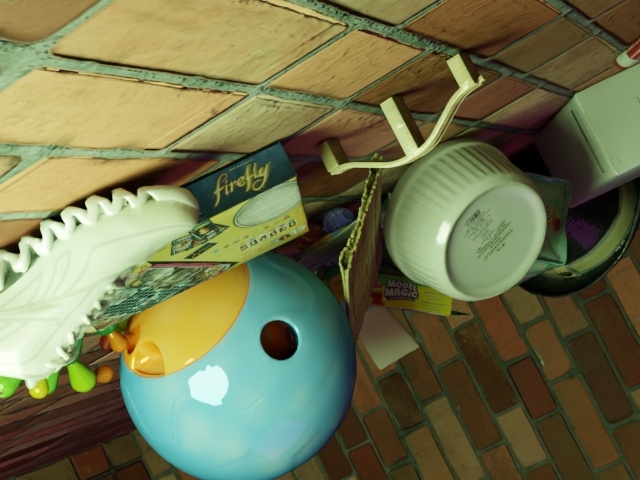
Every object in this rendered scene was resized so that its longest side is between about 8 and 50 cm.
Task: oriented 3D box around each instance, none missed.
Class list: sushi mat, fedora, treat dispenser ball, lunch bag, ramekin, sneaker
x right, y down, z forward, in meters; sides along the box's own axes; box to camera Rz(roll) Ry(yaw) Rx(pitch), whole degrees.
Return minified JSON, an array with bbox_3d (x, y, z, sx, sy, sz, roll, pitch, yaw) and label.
[{"bbox_3d":[0.053,0.024,1.506,0.019,0.151,0.316,16,159,9],"label":"sushi mat"},{"bbox_3d":[0.390,-0.063,2.060,0.152,0.334,0.334,22,143,-30],"label":"fedora"},{"bbox_3d":[-0.100,0.150,1.453,0.288,0.288,0.288,-26,173,-4],"label":"treat dispenser ball"},{"bbox_3d":[0.207,-0.027,1.775,0.262,0.160,0.223,11,165,-10],"label":"lunch bag"},{"bbox_3d":[0.196,-0.018,1.557,0.207,0.207,0.109,-24,-146,-19],"label":"ramekin"},{"bbox_3d":[-0.223,0.049,1.003,0.292,0.118,0.110,-28,171,1],"label":"sneaker"}]

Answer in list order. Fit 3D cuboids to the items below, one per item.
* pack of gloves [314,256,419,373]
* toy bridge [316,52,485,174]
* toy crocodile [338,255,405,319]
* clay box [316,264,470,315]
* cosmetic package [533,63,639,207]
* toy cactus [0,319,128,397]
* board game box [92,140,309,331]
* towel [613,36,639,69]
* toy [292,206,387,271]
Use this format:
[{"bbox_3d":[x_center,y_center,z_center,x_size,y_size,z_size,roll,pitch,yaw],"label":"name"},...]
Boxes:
[{"bbox_3d":[0.010,0.128,1.891,0.195,0.232,0.046,-33,-174,29],"label":"pack of gloves"},{"bbox_3d":[0.083,-0.110,1.160,0.188,0.063,0.026,-30,172,31],"label":"toy bridge"},{"bbox_3d":[0.003,0.089,1.977,0.340,0.115,0.105,-22,-170,36],"label":"toy crocodile"},{"bbox_3d":[0.108,0.076,1.792,0.222,0.053,0.127,7,179,-6],"label":"clay box"},{"bbox_3d":[0.472,-0.172,1.799,0.224,0.138,0.225,-25,174,-9],"label":"cosmetic package"},{"bbox_3d":[-0.273,0.095,1.307,0.219,0.112,0.180,-13,145,-53],"label":"toy cactus"},{"bbox_3d":[-0.133,0.001,1.164,0.243,0.042,0.165,-26,163,-5],"label":"board game box"},{"bbox_3d":[0.520,-0.306,1.432,0.237,0.037,0.329,-23,172,-19],"label":"towel"},{"bbox_3d":[0.000,0.000,1.654,0.237,0.056,0.137,-40,168,37],"label":"toy"}]
